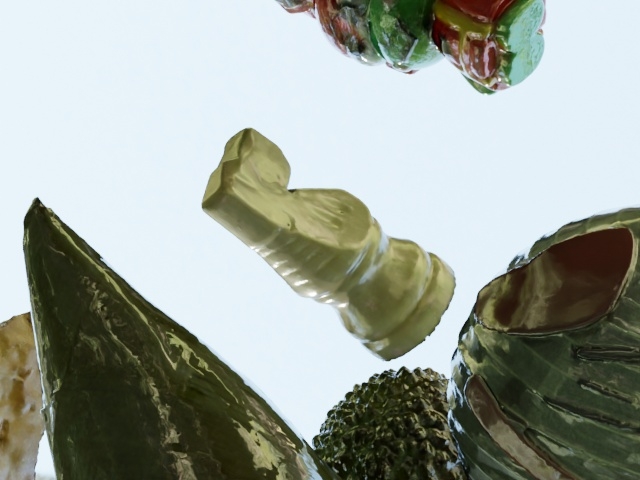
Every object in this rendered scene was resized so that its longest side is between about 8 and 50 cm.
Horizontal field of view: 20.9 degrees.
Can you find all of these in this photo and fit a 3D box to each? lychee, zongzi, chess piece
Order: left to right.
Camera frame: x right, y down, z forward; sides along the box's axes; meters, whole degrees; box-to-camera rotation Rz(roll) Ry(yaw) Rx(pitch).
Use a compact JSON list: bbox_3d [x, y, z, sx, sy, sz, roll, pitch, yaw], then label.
[{"bbox_3d":[-0.089,0.188,1.042,0.174,0.393,0.356,-31,-163,11],"label":"zongzi"},{"bbox_3d":[0.000,0.000,1.261,0.090,0.200,0.090,-38,-150,27],"label":"chess piece"},{"bbox_3d":[0.062,0.171,1.291,0.171,0.171,0.171,-9,-131,11],"label":"lychee"}]

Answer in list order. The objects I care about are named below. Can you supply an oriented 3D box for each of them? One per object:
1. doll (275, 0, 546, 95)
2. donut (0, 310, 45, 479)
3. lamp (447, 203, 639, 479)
[{"bbox_3d":[0.082,-0.275,1.922,0.363,0.182,0.160,17,-125,27],"label":"doll"},{"bbox_3d":[-0.245,0.188,1.530,0.108,0.277,0.277,-1,-133,47],"label":"donut"},{"bbox_3d":[0.196,0.083,0.998,0.265,0.233,0.233,9,-131,-12],"label":"lamp"}]
